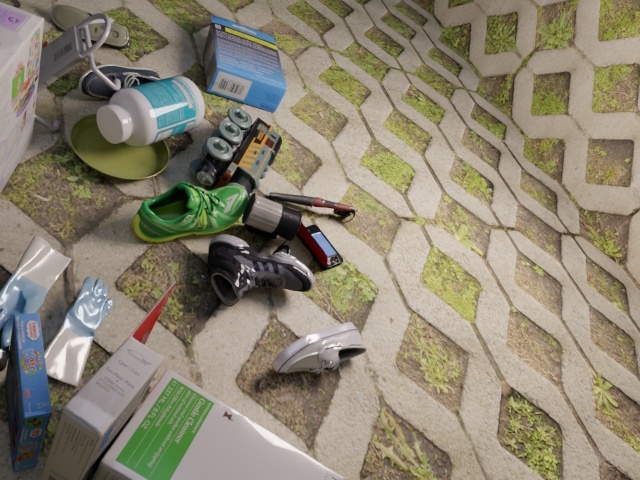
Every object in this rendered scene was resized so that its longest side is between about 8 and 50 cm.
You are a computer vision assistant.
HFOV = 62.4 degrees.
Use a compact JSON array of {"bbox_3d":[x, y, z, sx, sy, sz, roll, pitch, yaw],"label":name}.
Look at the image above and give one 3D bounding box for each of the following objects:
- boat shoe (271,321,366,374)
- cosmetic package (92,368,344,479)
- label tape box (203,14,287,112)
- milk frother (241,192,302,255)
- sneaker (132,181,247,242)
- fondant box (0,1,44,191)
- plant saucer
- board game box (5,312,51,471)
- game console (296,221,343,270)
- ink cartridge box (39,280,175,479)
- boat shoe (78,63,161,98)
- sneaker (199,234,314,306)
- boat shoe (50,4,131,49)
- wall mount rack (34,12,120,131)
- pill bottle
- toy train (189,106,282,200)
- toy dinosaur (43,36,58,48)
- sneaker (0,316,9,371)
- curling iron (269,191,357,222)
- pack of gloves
[{"bbox_3d":[0.008,0.255,1.192,0.258,0.095,0.084,-14,56,-41],"label":"boat shoe"},{"bbox_3d":[-0.167,0.410,0.878,0.365,0.155,0.197,31,38,-4],"label":"cosmetic package"},{"bbox_3d":[-0.270,-0.619,1.831,0.249,0.115,0.348,10,44,-27],"label":"label tape box"},{"bbox_3d":[-0.132,-0.024,1.339,0.134,0.129,0.143,20,37,-20],"label":"milk frother"},{"bbox_3d":[-0.295,-0.077,1.258,0.295,0.123,0.109,-21,69,-34],"label":"sneaker"},{"bbox_3d":[-0.654,-0.266,1.055,0.096,0.330,0.238,18,42,-20],"label":"fondant box"},{"bbox_3d":[-0.510,-0.232,1.347,0.240,0.037,0.241,19,43,-18],"label":"plant saucer"},{"bbox_3d":[-0.450,0.235,0.805,0.039,0.211,0.160,-1,52,-36],"label":"board game box"},{"bbox_3d":[0.000,0.000,1.439,0.124,0.085,0.144,-18,64,-43],"label":"game console"},{"bbox_3d":[-0.312,0.240,0.829,0.066,0.296,0.261,34,40,-3],"label":"ink cartridge box"},{"bbox_3d":[-0.546,-0.433,1.477,0.079,0.095,0.254,37,30,19],"label":"boat shoe"},{"bbox_3d":[-0.151,0.095,1.238,0.268,0.101,0.153,22,43,-7],"label":"sneaker"},{"bbox_3d":[-0.693,-0.640,1.601,0.232,0.084,0.079,18,5,-10],"label":"boat shoe"},{"bbox_3d":[-0.629,-0.446,1.320,0.130,0.349,0.304,42,24,-57],"label":"wall mount rack"},{"bbox_3d":[-0.433,-0.327,1.350,0.146,0.146,0.264,42,40,8],"label":"pill bottle"},{"bbox_3d":[-0.229,-0.239,1.481,0.190,0.142,0.334,35,40,-16],"label":"toy train"},{"bbox_3d":[-0.733,-0.540,1.490,0.082,0.047,0.090,-26,78,-27],"label":"toy dinosaur"},{"bbox_3d":[-0.631,0.180,0.820,0.267,0.101,0.106,-7,58,-39],"label":"sneaker"},{"bbox_3d":[-0.019,-0.102,1.552,0.273,0.068,0.035,11,47,-19],"label":"curling iron"},{"bbox_3d":[-0.477,0.120,0.968,0.195,0.046,0.232,42,33,-31],"label":"pack of gloves"}]
